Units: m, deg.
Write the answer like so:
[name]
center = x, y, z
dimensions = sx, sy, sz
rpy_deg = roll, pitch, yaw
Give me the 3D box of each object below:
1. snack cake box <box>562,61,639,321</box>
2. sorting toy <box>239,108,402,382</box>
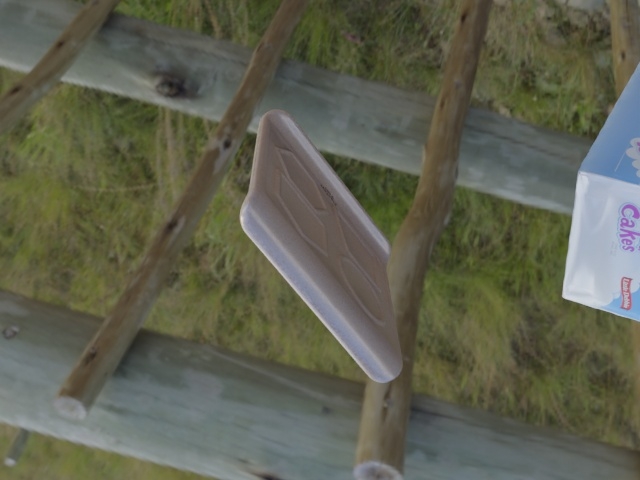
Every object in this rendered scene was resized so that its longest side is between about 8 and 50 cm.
[snack cake box]
center = 0.326, -0.065, 0.870
dimensions = 0.089, 0.264, 0.152
rpy_deg = 17, 134, 24
[sorting toy]
center = 0.000, 0.000, 0.746
dimensions = 0.038, 0.208, 0.193
rpy_deg = -32, 112, 19
